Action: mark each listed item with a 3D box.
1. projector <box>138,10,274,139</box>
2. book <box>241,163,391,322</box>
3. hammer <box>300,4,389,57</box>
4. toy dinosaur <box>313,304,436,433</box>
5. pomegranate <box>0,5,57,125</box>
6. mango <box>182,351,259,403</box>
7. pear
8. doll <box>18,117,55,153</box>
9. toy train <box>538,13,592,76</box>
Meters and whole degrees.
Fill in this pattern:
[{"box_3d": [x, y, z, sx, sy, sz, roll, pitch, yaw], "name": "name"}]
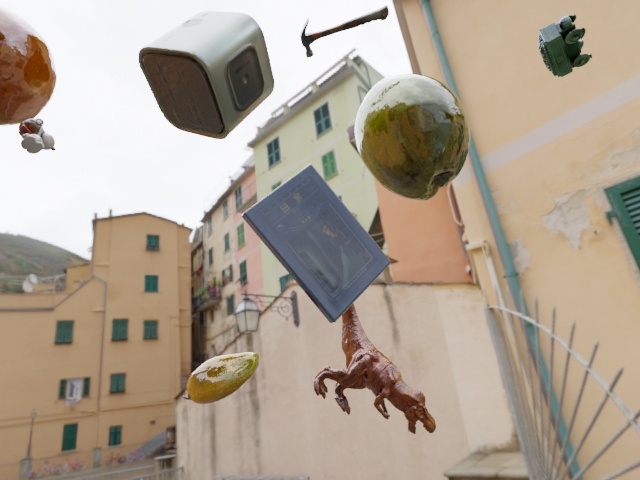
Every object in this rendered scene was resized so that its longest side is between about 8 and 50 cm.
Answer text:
[{"box_3d": [-0.307, -0.465, 1.157, 0.248, 0.249, 0.248, 16, -37, 24], "name": "projector"}, {"box_3d": [0.000, 0.000, 0.818, 0.191, 0.269, 0.025, -41, 4, -30], "name": "book"}, {"box_3d": [0.072, -0.669, 1.290, 0.287, 0.033, 0.111, -12, -41, 13], "name": "hammer"}, {"box_3d": [0.080, 0.293, 0.977, 0.208, 0.432, 0.097, -38, -21, 3], "name": "toy dinosaur"}, {"box_3d": [-0.713, -0.378, 0.881, 0.264, 0.265, 0.264, -7, -22, -3], "name": "pomegranate"}, {"box_3d": [-0.227, 0.312, 0.948, 0.187, 0.101, 0.066, -22, -49, -12], "name": "mango"}, {"box_3d": [0.286, -0.335, 1.286, 0.351, 0.414, 0.352, -19, -21, -8], "name": "pear"}, {"box_3d": [-0.453, -0.163, 0.648, 0.040, 0.058, 0.085, -39, 19, 2], "name": "doll"}, {"box_3d": [0.612, -0.485, 1.037, 0.099, 0.070, 0.172, -24, -34, 32], "name": "toy train"}]
